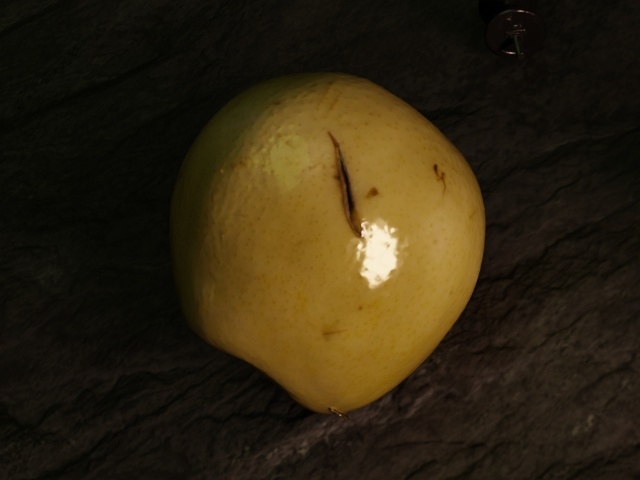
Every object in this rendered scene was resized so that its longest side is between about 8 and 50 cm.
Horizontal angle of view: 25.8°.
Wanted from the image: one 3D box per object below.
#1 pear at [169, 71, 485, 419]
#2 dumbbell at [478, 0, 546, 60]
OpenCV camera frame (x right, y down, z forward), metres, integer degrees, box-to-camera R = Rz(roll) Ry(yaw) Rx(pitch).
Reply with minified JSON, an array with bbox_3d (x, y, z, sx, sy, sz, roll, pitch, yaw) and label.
[{"bbox_3d":[0.000,0.000,1.305,0.309,0.309,0.309,-21,42,20],"label":"pear"},{"bbox_3d":[0.212,-0.247,1.551,0.069,0.069,0.147,-23,41,19],"label":"dumbbell"}]
